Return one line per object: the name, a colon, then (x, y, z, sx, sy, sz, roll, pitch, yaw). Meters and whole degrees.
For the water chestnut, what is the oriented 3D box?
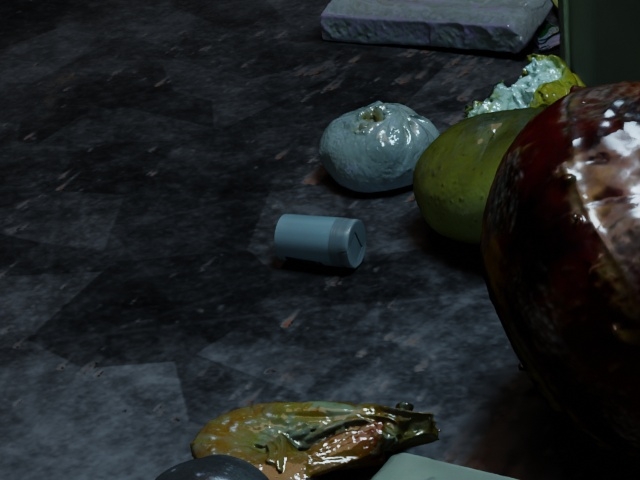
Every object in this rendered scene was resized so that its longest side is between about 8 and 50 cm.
water chestnut: (0.276, 0.045, 1.607, 0.302, 0.350, 0.350, -40, 7, 36)

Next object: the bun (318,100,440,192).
bun: (0.068, -0.113, 2.120, 0.141, 0.083, 0.141, -6, 25, 3)

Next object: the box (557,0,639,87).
box: (0.401, -0.279, 2.084, 0.177, 0.351, 0.344, -13, 31, -12)

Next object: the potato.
potato: (0.206, -0.057, 1.926, 0.248, 0.143, 0.169, 6, 34, 41)

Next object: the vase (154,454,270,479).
vase: (-0.099, 0.253, 1.441, 0.120, 0.120, 0.183, 6, 44, 23)

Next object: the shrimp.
shrimp: (-0.004, 0.177, 1.620, 0.217, 0.051, 0.115, -4, 34, 3)

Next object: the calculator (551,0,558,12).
calculator: (0.396, -0.301, 2.464, 0.157, 0.033, 0.236, -13, 26, -10)

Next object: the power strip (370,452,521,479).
power strip: (0.072, 0.249, 1.365, 0.224, 0.139, 0.140, 10, 32, 28)

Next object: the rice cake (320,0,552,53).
rice cake: (0.149, -0.298, 2.463, 0.298, 0.050, 0.106, 7, 42, 30)

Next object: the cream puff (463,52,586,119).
cream puff: (0.235, -0.122, 2.062, 0.156, 0.121, 0.156, -27, 32, 18)

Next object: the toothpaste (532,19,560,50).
toothpaste: (0.273, -0.289, 2.471, 0.045, 0.028, 0.170, -21, 34, -10)

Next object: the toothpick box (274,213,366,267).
toothpick box: (0.000, 0.000, 1.952, 0.083, 0.052, 0.052, 5, 30, 24)
